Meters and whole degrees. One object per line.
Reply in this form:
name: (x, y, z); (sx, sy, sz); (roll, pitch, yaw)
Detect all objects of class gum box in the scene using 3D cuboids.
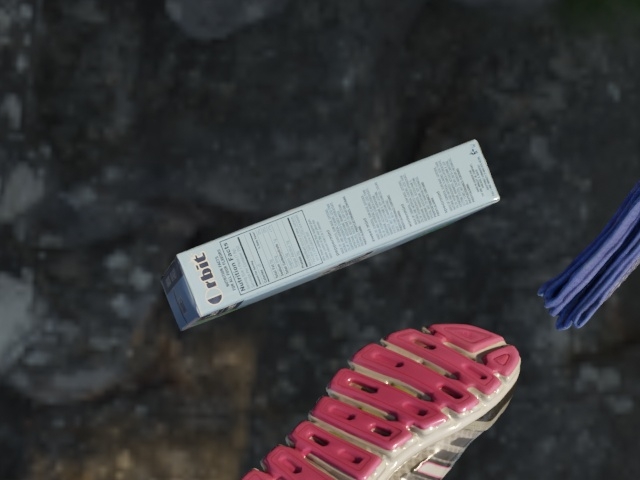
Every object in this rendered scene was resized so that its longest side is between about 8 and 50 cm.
gum box: (0.000, 0.000, 1.069); (0.184, 0.041, 0.157); (-21, 178, -10)

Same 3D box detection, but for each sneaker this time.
sneaker: (0.023, 0.101, 0.757); (0.063, 0.170, 0.075); (24, 139, 33)

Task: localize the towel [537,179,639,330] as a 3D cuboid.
towel: (0.285, -0.073, 1.317); (0.243, 0.040, 0.336); (-55, 170, 29)
